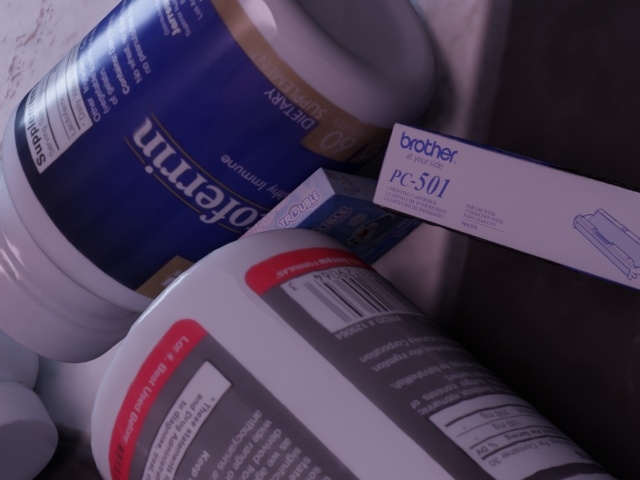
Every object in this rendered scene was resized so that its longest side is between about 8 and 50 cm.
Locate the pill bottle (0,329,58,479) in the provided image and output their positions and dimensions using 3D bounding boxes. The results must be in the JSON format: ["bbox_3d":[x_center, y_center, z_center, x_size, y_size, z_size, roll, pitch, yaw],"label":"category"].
[{"bbox_3d":[-0.244,0.058,1.195,0.117,0.118,0.208,-48,58,22],"label":"pill bottle"}]

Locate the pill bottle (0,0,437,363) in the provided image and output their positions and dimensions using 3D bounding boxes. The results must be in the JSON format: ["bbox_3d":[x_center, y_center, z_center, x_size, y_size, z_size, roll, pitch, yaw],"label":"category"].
[{"bbox_3d":[-0.077,-0.055,1.060,0.265,0.153,0.153,-40,62,28],"label":"pill bottle"}]

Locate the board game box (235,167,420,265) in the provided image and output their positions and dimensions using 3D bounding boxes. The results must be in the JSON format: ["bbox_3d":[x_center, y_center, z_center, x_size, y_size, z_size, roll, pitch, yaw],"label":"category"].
[{"bbox_3d":[0.000,0.000,1.032,0.090,0.090,0.020,-40,61,27],"label":"board game box"}]

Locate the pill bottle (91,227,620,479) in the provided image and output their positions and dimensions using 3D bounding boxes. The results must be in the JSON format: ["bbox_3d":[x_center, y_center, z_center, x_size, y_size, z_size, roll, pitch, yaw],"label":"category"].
[{"bbox_3d":[0.047,0.147,0.920,0.318,0.176,0.176,41,109,34],"label":"pill bottle"}]

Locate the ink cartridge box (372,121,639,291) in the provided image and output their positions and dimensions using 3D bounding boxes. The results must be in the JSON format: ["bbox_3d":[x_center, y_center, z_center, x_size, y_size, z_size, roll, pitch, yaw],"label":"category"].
[{"bbox_3d":[0.135,-0.006,0.923,0.207,0.097,0.046,19,95,38],"label":"ink cartridge box"}]
